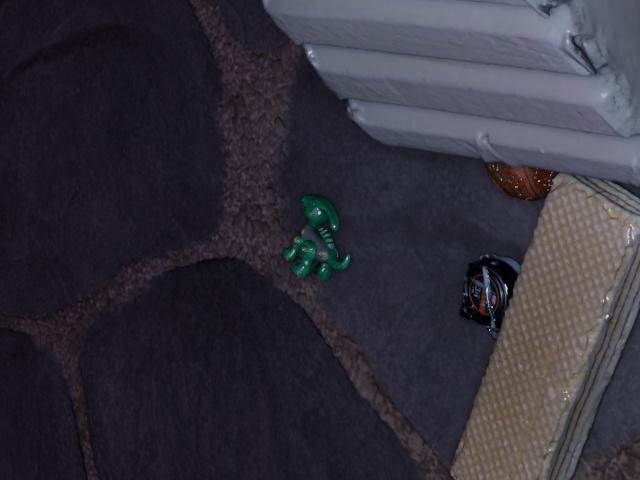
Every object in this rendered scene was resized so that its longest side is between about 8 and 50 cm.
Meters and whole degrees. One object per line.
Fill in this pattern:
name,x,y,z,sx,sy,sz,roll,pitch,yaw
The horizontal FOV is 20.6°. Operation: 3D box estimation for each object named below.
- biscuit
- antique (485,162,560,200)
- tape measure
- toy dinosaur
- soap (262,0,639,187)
biscuit,0.270,0.133,2.023,0.144,0.078,0.426,38,122,37
antique,0.236,-0.094,2.016,0.104,0.104,0.104,8,101,47
tape measure,0.209,0.066,2.101,0.091,0.054,0.094,37,128,37
toy dinosaur,0.000,0.000,2.324,0.132,0.059,0.096,48,122,43
soap,0.173,-0.245,1.858,0.435,0.350,0.213,10,64,44
